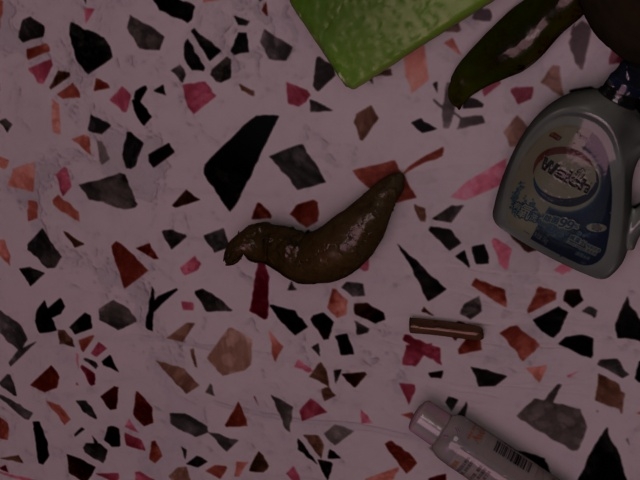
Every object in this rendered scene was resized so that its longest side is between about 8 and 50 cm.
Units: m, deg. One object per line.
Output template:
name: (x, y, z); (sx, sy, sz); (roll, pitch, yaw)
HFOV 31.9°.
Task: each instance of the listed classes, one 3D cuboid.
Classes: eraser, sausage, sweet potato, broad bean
eraser: (0.101, -0.360, 1.519); (0.274, 0.092, 0.210); (-32, 96, 29)
sausage: (0.193, 0.136, 1.712); (0.116, 0.026, 0.026); (6, 112, 17)
sweet potato: (-0.001, 0.004, 1.694); (0.310, 0.098, 0.124); (-19, 96, 22)
broad bean: (0.289, -0.292, 1.490); (0.077, 0.061, 0.339); (47, 117, 6)

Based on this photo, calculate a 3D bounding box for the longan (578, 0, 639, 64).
longan: (0.436, -0.338, 1.296); (0.297, 0.297, 0.297); (7, 112, 17)

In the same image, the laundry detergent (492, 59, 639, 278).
laundry detergent: (0.375, -0.106, 1.509); (0.215, 0.105, 0.280); (30, 116, 7)

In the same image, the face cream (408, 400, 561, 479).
face cream: (0.259, 0.343, 1.736); (0.269, 0.082, 0.082); (34, 118, 4)
